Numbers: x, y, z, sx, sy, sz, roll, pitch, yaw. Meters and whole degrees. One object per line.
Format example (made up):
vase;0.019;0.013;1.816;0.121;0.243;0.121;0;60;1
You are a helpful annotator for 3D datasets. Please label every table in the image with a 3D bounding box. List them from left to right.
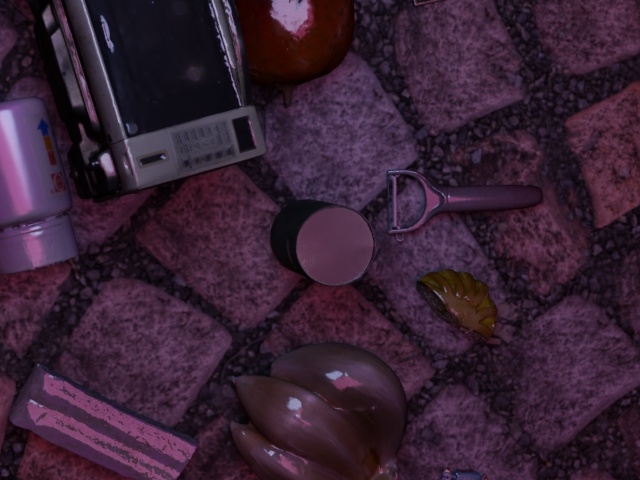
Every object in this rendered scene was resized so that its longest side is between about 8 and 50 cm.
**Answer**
table;0.000;0.000;1.855;0.126;0.220;0.126;-1;93;-12

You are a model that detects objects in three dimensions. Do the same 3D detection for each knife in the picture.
knife;0.250;-0.061;1.985;0.278;0.053;0.123;-2;100;-9

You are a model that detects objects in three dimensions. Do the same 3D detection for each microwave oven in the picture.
microwave oven;-0.277;-0.271;1.718;0.247;0.333;0.394;-18;95;-21

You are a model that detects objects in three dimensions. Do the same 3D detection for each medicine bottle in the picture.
medicine bottle;-0.463;-0.083;1.797;0.152;0.152;0.254;-14;98;-9

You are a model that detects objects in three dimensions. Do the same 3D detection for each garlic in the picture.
garlic;0.015;0.303;1.931;0.279;0.132;0.325;-46;106;-13

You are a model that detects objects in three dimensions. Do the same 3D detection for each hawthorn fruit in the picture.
hawthorn fruit;-0.050;-0.332;1.832;0.215;0.215;0.249;0;93;-11

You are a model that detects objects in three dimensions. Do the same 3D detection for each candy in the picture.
candy;0.251;0.407;2.034;0.083;0.020;0.030;5;95;-12

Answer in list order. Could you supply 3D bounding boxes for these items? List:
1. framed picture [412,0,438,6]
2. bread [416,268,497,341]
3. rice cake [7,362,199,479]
framed picture;0.215;-0.459;1.967;0.149;0.011;0.109;-13;97;-10
bread;0.245;0.105;1.987;0.094;0.083;0.157;-38;99;-18
rice cake;-0.348;0.309;1.898;0.298;0.050;0.106;29;89;-12
